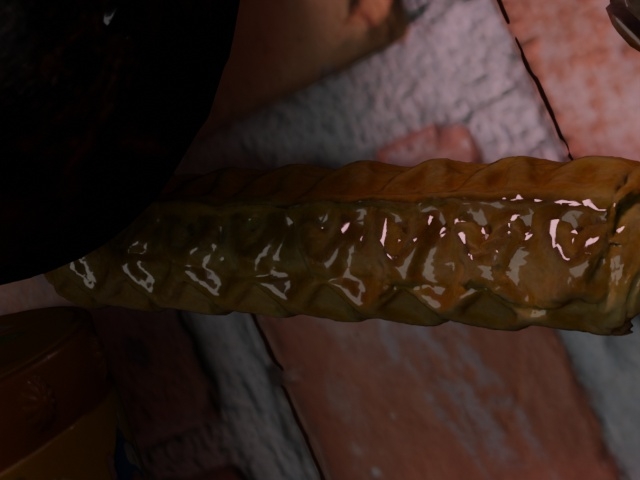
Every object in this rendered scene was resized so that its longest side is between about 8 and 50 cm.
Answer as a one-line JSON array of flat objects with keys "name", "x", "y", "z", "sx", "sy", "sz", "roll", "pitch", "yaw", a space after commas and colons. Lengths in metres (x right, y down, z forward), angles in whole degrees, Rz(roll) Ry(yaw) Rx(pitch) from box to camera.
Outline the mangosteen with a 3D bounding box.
[{"name": "mangosteen", "x": -0.191, "y": -0.134, "z": 0.545, "sx": 0.330, "sy": 0.330, "sz": 0.330, "roll": 9, "pitch": 108, "yaw": 30}]

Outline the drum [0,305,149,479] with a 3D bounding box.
[{"name": "drum", "x": -0.288, "y": 0.202, "z": 0.628, "sx": 0.431, "sy": 0.431, "sz": 0.214, "roll": -12, "pitch": 99, "yaw": 34}]

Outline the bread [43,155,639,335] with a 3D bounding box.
[{"name": "bread", "x": -0.001, "y": 0.000, "z": 0.591, "sx": 0.367, "sy": 0.077, "sz": 0.084, "roll": 0, "pitch": 80, "yaw": 32}]

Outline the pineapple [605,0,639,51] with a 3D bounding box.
[{"name": "pineapple", "x": 0.181, "y": -0.195, "z": 0.294, "sx": 0.352, "sy": 0.352, "sz": 0.300, "roll": -46, "pitch": 68, "yaw": 32}]
